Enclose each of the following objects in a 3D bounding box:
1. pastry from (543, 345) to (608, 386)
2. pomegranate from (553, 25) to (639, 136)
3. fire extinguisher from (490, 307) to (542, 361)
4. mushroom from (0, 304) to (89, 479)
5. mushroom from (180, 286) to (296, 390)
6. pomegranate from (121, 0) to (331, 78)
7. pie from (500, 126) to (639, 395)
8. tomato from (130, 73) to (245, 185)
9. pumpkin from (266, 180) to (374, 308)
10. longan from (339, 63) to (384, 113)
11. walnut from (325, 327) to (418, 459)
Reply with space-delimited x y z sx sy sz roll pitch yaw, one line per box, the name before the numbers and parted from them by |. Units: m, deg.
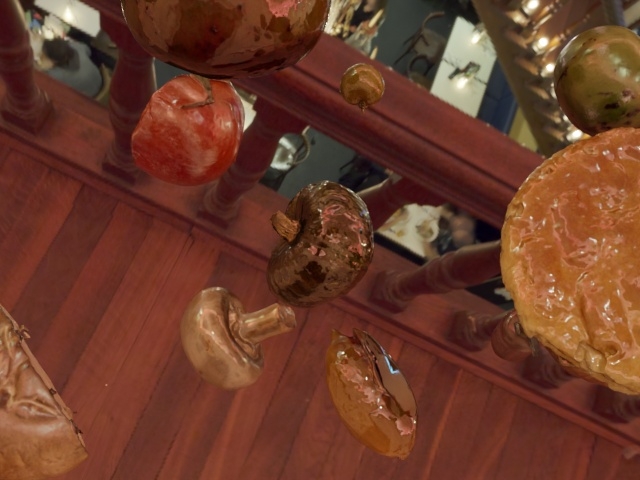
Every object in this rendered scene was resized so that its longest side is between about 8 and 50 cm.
pastry | 0.495 0.105 0.957 0.355 0.356 0.164 17 55 -14
pomegranate | 0.472 -0.266 1.014 0.210 0.179 0.179 -42 93 5
fire extinguisher | 0.419 0.200 1.337 0.104 0.269 0.105 -2 74 7
mushroom | -0.438 0.213 0.863 0.151 0.156 0.286 -32 59 -22
mushroom | -0.154 0.175 1.232 0.215 0.207 0.207 -23 85 12
pomegranate | -0.140 -0.380 0.869 0.290 0.290 0.324 -22 102 -22
pie | 0.375 0.015 0.735 0.339 0.083 0.340 -6 69 15
tomato | -0.255 -0.213 1.363 0.170 0.309 0.309 40 68 11
pumpkin | 0.000 0.000 1.509 0.242 0.232 0.325 22 78 -19
longan | 0.068 -0.249 1.057 0.075 0.075 0.083 8 78 -17
walnut | 0.082 0.255 1.087 0.137 0.137 0.245 -24 76 -22
